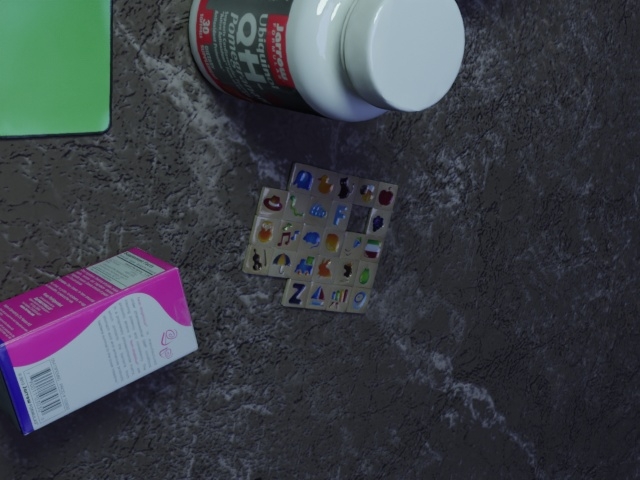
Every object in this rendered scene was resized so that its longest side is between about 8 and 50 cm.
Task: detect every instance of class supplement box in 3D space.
[{"bbox_3d":[-0.266,0.106,1.059,0.220,0.114,0.111,-24,117,-30],"label":"supplement box"}]

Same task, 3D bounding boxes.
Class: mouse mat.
[{"bbox_3d":[-0.294,-0.205,1.009,0.152,0.007,0.190,-7,109,-37],"label":"mouse mat"}]

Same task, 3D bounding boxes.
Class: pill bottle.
[{"bbox_3d":[0.003,-0.226,1.035,0.176,0.318,0.176,-12,110,-35],"label":"pill bottle"}]

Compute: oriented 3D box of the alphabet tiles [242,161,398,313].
[{"bbox_3d":[0.000,0.000,1.309,0.237,0.009,0.198,9,98,-40],"label":"alphabet tiles"}]
